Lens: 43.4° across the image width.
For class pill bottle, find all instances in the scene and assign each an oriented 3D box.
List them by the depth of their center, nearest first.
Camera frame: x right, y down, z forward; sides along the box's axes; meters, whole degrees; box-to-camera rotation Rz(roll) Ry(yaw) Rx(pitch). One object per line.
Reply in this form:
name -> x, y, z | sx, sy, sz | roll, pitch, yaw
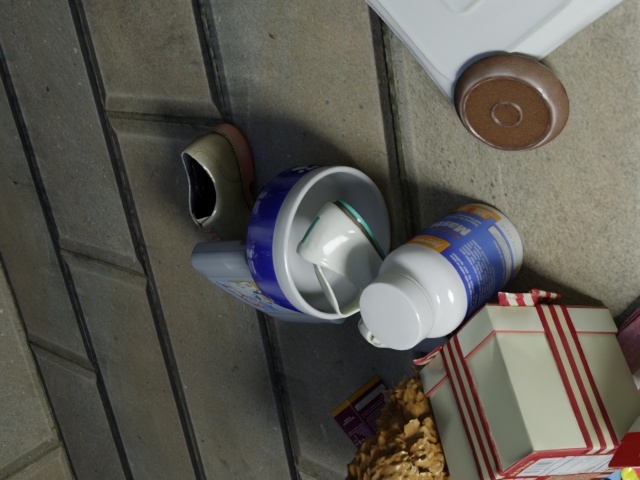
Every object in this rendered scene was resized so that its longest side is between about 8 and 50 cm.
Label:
pill bottle -> 0.186, 0.057, 1.250 | 0.152, 0.272, 0.152 | 23, 127, 34

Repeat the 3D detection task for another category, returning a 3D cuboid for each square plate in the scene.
square plate -> 0.198, -0.376, 1.101 | 0.344, 0.049, 0.347 | 48, 138, -5

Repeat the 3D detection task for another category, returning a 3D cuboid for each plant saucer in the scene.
plant saucer -> 0.270, -0.189, 1.158 | 0.168, 0.029, 0.168 | 18, 140, 15

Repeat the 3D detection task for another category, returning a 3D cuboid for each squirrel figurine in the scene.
squirrel figurine -> 0.213, 0.420, 1.363 | 0.281, 0.370, 0.397 | 23, 128, 50

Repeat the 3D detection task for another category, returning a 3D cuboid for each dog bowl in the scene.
dog bowl -> 0.000, 0.000, 1.409 | 0.104, 0.265, 0.265 | 8, 118, 45

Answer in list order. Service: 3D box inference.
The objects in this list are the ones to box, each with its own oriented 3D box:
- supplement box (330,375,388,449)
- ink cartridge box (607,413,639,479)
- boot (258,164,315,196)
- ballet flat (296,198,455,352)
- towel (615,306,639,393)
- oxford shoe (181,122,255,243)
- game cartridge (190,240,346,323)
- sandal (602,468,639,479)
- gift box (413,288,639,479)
supplement box -> 0.126, 0.387, 1.636 | 0.188, 0.104, 0.081 | 51, 139, 10
ink cartridge box -> 0.487, 0.251, 1.040 | 0.134, 0.231, 0.078 | -23, 99, 51
boot -> -0.065, -0.020, 1.542 | 0.083, 0.161, 0.246 | 27, 130, 33
ballet flat -> 0.092, 0.098, 1.368 | 0.139, 0.139, 0.400 | -1, 140, 45
towel -> 0.574, 0.217, 1.138 | 0.329, 0.037, 0.237 | 43, 138, 17
oxford shoe -> -0.206, -0.036, 1.683 | 0.140, 0.146, 0.397 | 5, 117, 41
game cartridge -> -0.108, 0.090, 1.605 | 0.198, 0.062, 0.297 | -8, 146, 44
sandal -> 0.450, 0.404, 1.303 | 0.138, 0.126, 0.317 | 29, 129, 36
gift box -> 0.299, 0.224, 1.195 | 0.255, 0.276, 0.258 | -54, 38, 45
